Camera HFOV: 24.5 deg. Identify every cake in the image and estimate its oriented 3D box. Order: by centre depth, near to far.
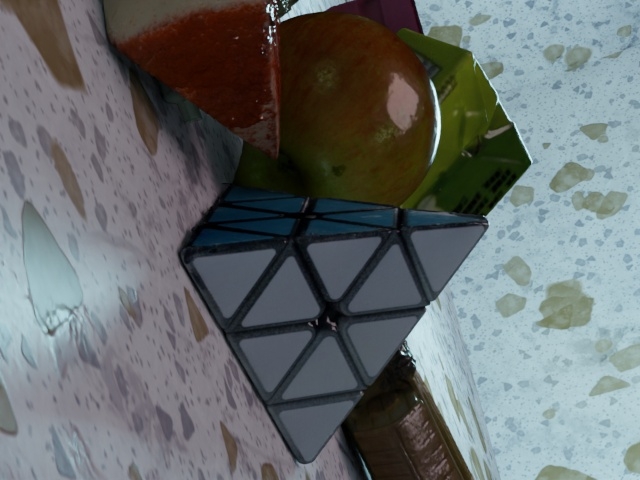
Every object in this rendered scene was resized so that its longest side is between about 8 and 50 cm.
[{"bbox_3d":[-0.115,-0.189,1.377,0.262,0.159,0.158,89,-4,-57],"label":"cake"}]

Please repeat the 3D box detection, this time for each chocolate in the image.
[{"bbox_3d":[0.099,-0.090,1.882,0.137,0.301,0.289,40,-4,34],"label":"chocolate"}]

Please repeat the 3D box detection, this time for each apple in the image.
[{"bbox_3d":[0.003,-0.123,1.611,0.226,0.246,0.246,-49,130,-34],"label":"apple"}]

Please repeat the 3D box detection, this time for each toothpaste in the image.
[{"bbox_3d":[-0.159,-0.215,1.418,0.064,0.041,0.218,97,-27,-84],"label":"toothpaste"}]

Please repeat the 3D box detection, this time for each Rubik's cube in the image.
[{"bbox_3d":[-0.019,0.039,1.425,0.233,0.229,0.228,35,-32,-4],"label":"Rubik's cube"}]

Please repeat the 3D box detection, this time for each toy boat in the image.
[{"bbox_3d":[0.098,0.255,1.786,0.162,0.136,0.445,-93,158,-75],"label":"toy boat"}]

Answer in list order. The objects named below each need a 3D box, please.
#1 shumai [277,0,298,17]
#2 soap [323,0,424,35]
[{"bbox_3d":[-0.103,-0.415,1.937,0.225,0.222,0.261,103,12,-52],"label":"shumai"},{"bbox_3d":[0.056,-0.232,2.169,0.359,0.233,0.128,-96,166,-58],"label":"soap"}]
